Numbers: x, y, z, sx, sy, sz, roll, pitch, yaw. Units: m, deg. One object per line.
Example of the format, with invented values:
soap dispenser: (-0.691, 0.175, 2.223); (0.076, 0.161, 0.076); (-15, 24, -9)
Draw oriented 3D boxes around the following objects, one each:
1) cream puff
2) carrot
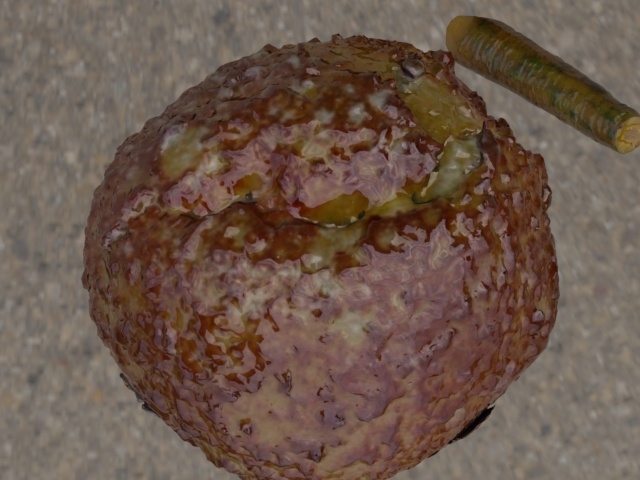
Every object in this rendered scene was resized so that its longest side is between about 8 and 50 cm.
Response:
cream puff: (0.001, 0.000, 0.799); (0.240, 0.240, 0.164); (-13, 143, 0)
carrot: (0.150, -0.106, 1.095); (0.042, 0.171, 0.042); (-25, 134, -29)
